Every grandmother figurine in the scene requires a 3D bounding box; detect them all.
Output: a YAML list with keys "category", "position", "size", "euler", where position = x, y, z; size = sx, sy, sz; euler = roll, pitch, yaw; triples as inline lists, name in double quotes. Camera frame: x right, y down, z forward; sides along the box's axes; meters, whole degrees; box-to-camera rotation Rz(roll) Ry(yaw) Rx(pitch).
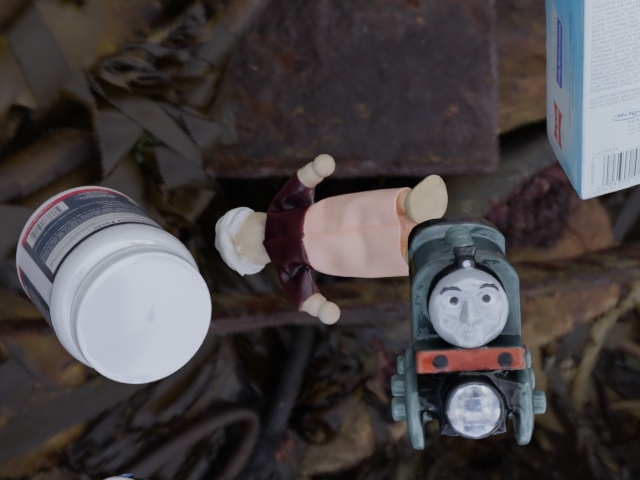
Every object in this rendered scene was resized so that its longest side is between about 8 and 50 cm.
- category: "grandmother figurine"
  position: [0.000, 0.000, 1.582]
  size: [0.104, 0.342, 0.207]
  euler: [10, 82, -49]

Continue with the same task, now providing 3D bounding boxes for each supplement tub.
- category: "supplement tub"
  position: [-0.264, 0.052, 1.603]
  size: [0.191, 0.272, 0.191]
  euler: [-9, 112, -24]

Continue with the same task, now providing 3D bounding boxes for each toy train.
- category: "toy train"
  position: [0.136, 0.082, 1.223]
  size: [0.142, 0.334, 0.190]
  euler: [-4, 97, 5]

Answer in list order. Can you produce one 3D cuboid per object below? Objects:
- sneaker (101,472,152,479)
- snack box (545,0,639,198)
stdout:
- category: "sneaker"
  position: [-0.124, 0.293, 1.232]
  size: [0.217, 0.121, 0.079]
  euler: [36, 85, -1]
- category: "snack box"
  position: [0.276, -0.141, 0.647]
  size: [0.322, 0.060, 0.187]
  euler: [-16, 143, -2]
